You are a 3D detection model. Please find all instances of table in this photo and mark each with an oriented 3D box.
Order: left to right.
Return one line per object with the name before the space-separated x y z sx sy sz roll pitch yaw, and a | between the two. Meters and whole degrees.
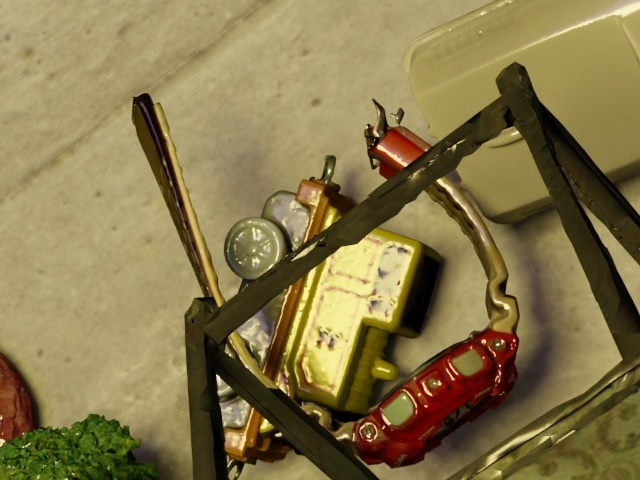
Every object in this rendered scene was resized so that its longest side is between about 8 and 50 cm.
table | 0.129 0.145 0.807 0.222 0.335 0.272 -37 27 14

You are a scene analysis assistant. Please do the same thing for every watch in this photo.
watch | 0.008 0.003 1.007 0.165 0.102 0.268 -25 74 -4

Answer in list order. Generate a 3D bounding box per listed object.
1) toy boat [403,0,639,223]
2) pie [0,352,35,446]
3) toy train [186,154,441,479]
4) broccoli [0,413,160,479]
toy boat | 0.189 -0.116 0.999 0.269 0.141 0.140 -28 68 11
pie | -0.276 0.151 1.214 0.182 0.049 0.182 -8 74 29
toy train | -0.004 0.056 1.082 0.127 0.089 0.219 16 86 18
broccoli | -0.162 0.295 0.996 0.321 0.310 0.413 -47 29 4
